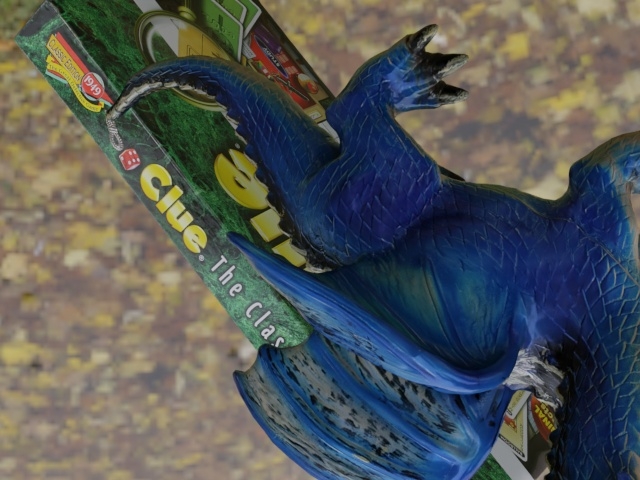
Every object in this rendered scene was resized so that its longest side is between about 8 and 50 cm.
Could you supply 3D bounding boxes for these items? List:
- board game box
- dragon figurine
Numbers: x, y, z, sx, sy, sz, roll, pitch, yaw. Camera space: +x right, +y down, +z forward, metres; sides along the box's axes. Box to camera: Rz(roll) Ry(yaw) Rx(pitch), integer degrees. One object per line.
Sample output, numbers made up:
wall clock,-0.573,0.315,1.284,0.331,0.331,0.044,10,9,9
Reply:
board game box,0.000,0.000,0.611,0.030,0.259,0.136,-42,174,34
dragon figurine,0.024,0.019,0.444,0.289,0.144,0.085,25,145,18
